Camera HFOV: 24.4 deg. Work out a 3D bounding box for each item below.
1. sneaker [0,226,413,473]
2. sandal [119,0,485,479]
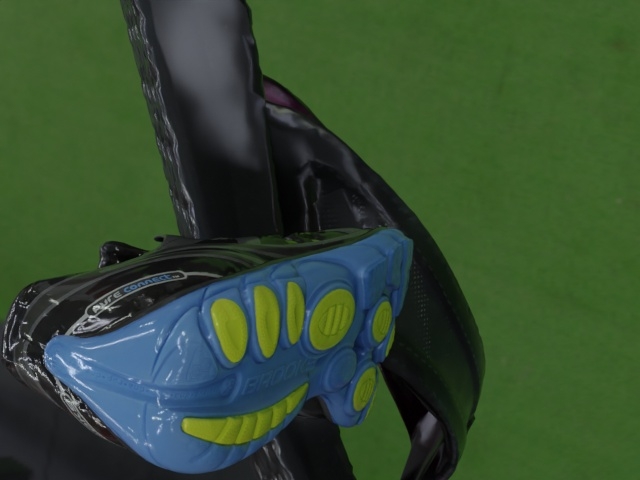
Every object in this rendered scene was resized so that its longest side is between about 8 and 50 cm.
[{"bbox_3d":[-0.025,0.021,0.436,0.078,0.188,0.067,18,98,21],"label":"sneaker"},{"bbox_3d":[0.000,-0.001,0.604,0.167,0.107,0.446,-126,21,-69],"label":"sandal"}]
